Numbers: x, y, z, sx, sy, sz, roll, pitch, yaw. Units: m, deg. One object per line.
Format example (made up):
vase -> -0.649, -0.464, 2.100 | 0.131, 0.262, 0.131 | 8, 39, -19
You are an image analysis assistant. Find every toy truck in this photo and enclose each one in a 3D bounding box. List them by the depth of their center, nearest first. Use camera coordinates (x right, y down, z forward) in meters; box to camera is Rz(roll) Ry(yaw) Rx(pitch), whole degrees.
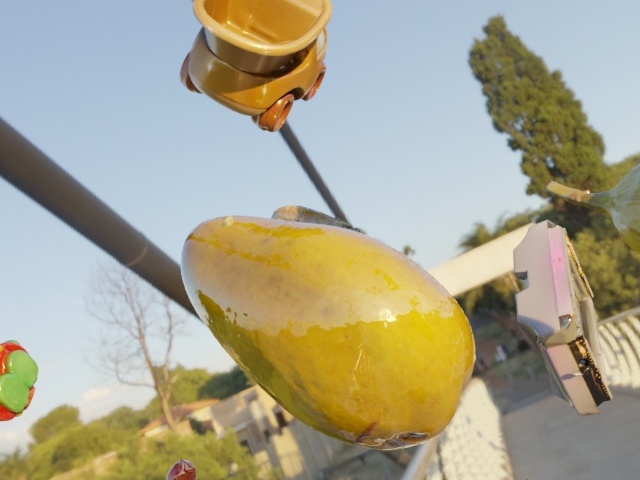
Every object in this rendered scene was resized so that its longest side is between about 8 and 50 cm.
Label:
toy truck -> -0.102, -0.321, 1.155 | 0.288, 0.204, 0.212 | -55, -7, -43

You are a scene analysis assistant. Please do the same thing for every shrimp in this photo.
shrimp -> 0.000, 0.000, 1.289 | 0.223, 0.126, 0.047 | 14, 37, 30

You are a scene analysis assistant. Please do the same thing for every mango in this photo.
mango -> -0.015, 0.098, 0.898 | 0.220, 0.444, 0.301 | -50, -28, -28

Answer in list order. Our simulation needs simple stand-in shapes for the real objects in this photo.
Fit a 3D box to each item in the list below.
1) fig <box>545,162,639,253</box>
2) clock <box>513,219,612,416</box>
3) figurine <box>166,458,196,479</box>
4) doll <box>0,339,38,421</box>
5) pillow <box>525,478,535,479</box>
fig -> 0.323, -0.034, 0.645 | 0.159, 0.159, 0.257 | -16, 21, -37
clock -> 0.358, 0.114, 1.041 | 0.083, 0.186, 0.253 | -19, 33, 25
figurine -> -0.340, 0.575, 1.630 | 0.075, 0.068, 0.140 | 19, -87, -57
doll -> -0.659, 0.271, 1.202 | 0.362, 0.183, 0.160 | -21, -45, 24
pillow -> 0.540, 0.574, 1.482 | 0.203, 0.113, 0.038 | -3, 11, 42
